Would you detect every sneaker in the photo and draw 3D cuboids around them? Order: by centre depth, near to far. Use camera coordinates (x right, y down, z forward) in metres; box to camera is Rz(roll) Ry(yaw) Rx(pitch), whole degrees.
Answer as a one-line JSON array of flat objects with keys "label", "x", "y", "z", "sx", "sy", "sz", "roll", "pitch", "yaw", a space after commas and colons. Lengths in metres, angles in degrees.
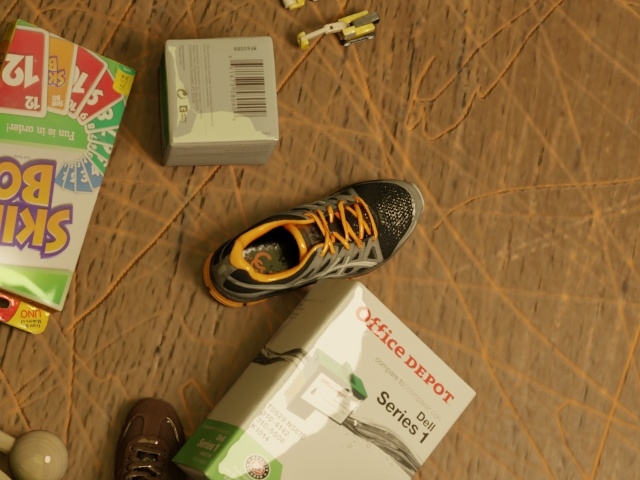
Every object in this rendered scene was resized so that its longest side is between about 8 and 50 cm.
[{"label": "sneaker", "x": -0.150, "y": 0.227, "z": 1.733, "sx": 0.066, "sy": 0.071, "sz": 0.188, "roll": 7, "pitch": 77, "yaw": -7}, {"label": "sneaker", "x": 0.000, "y": 0.000, "z": 1.801, "sx": 0.215, "sy": 0.083, "sz": 0.084, "roll": -25, "pitch": 81, "yaw": -14}]

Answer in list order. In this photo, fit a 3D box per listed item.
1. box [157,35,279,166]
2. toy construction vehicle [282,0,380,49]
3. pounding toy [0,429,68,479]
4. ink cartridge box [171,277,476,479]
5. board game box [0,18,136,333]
[{"label": "box", "x": -0.094, "y": -0.125, "z": 1.811, "sx": 0.102, "sy": 0.087, "sz": 0.101, "roll": -2, "pitch": 78, "yaw": -8}, {"label": "toy construction vehicle", "x": 0.015, "y": -0.228, "z": 1.877, "sx": 0.098, "sy": 0.035, "sz": 0.086, "roll": -15, "pitch": 80, "yaw": -12}, {"label": "pounding toy", "x": -0.327, "y": 0.259, "z": 1.697, "sx": 0.183, "sy": 0.110, "sz": 0.237, "roll": 18, "pitch": 52, "yaw": 0}, {"label": "ink cartridge box", "x": 0.005, "y": 0.162, "z": 1.742, "sx": 0.160, "sy": 0.092, "sz": 0.219, "roll": 43, "pitch": 75, "yaw": -17}, {"label": "board game box", "x": -0.259, "y": -0.056, "z": 1.779, "sx": 0.124, "sy": 0.039, "sz": 0.259, "roll": 23, "pitch": 77, "yaw": -26}]
